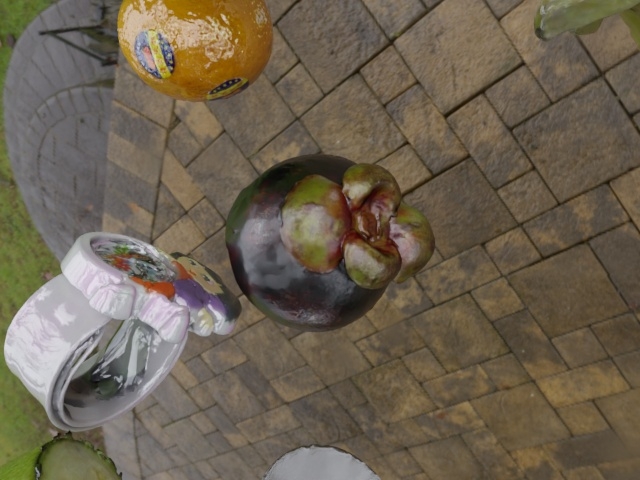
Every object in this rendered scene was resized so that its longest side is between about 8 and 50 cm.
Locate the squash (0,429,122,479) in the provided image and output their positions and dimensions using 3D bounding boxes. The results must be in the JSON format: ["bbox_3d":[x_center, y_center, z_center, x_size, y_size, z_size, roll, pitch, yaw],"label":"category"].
[{"bbox_3d":[-0.312,0.327,0.499,0.260,0.189,0.189,-35,101,-5],"label":"squash"}]

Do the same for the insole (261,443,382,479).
[{"bbox_3d":[0.064,0.263,0.318,0.111,0.007,0.328,-30,91,4],"label":"insole"}]

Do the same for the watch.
[{"bbox_3d":[-0.245,0.130,0.707,0.196,0.244,0.231,33,100,25],"label":"watch"}]

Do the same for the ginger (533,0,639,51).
[{"bbox_3d":[0.249,-0.194,0.323,0.413,0.358,0.211,39,96,-13],"label":"ginger"}]

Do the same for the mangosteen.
[{"bbox_3d":[0.000,0.000,0.592,0.209,0.210,0.210,12,122,20],"label":"mangosteen"}]

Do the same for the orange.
[{"bbox_3d":[-0.142,-0.243,0.633,0.177,0.177,0.155,3,125,25],"label":"orange"}]
